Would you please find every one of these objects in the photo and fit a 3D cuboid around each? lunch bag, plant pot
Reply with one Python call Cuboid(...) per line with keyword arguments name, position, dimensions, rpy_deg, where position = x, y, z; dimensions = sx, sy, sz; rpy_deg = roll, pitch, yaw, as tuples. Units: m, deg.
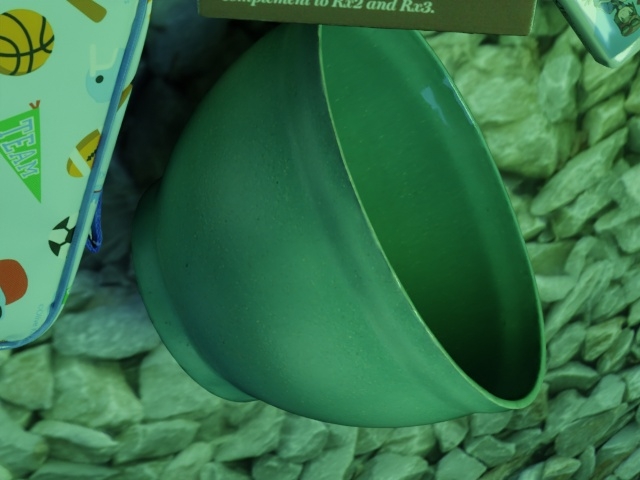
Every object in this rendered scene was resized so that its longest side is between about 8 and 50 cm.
Cuboid(name="lunch bag", position=(-0.232, -0.068, 0.580), dimensions=(0.243, 0.115, 0.303), rpy_deg=(3, 122, -36))
Cuboid(name="plant pot", position=(0.000, 0.000, 0.680), dimensions=(0.196, 0.293, 0.293), rpy_deg=(-23, 140, 25))

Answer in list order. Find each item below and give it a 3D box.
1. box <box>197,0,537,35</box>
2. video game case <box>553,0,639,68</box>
Cuboid(name="box", position=(0.031, -0.226, 0.511), dimensions=(0.169, 0.203, 0.167), rpy_deg=(5, 127, 4))
Cuboid(name="video game case", position=(0.233, -0.328, 0.640), dimensions=(0.329, 0.036, 0.300), rpy_deg=(-41, 115, 4))
